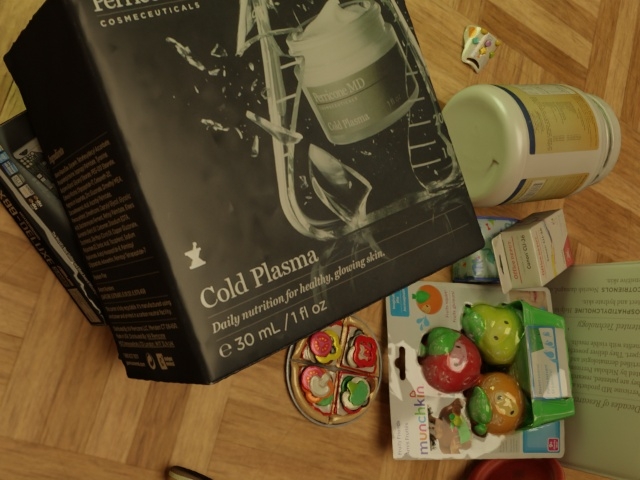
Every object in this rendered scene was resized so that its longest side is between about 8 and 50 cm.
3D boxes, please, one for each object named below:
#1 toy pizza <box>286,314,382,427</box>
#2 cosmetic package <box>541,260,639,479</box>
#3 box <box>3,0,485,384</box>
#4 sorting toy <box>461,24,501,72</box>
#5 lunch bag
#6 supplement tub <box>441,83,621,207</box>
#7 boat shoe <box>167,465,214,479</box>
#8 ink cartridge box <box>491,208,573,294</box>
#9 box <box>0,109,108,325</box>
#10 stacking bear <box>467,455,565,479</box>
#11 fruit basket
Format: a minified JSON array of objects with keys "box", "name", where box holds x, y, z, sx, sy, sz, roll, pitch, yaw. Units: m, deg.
[{"box":[0.031,0.222,1.382,0.201,0.032,0.201,4,83,-33],"name":"toy pizza"},{"box":[0.628,0.267,1.587,0.329,0.327,0.394,14,79,-31],"name":"cosmetic package"},{"box":[-0.093,-0.117,1.097,0.479,0.297,0.472,-24,96,-33],"name":"box"},{"box":[0.324,-0.386,1.632,0.083,0.045,0.075,30,89,-27],"name":"sorting toy"},{"box":[0.335,0.020,1.560,0.151,0.096,0.129,1,84,-23],"name":"lunch bag"},{"box":[0.403,-0.187,1.545,0.316,0.228,0.229,-7,89,-33],"name":"supplement tub"},{"box":[-0.164,0.412,1.222,0.190,0.068,0.072,37,79,-24],"name":"boat shoe"},{"box":[0.406,0.021,1.522,0.198,0.067,0.115,-25,103,-47],"name":"ink cartridge box"},{"box":[-0.315,-0.068,1.162,0.242,0.076,0.308,-40,106,-30],"name":"box"},{"box":[0.395,0.558,1.514,0.164,0.175,0.289,-41,122,-62],"name":"stacking bear"},{"box":[0.291,0.233,1.464,0.352,0.165,0.327,7,71,-23],"name":"fruit basket"}]
